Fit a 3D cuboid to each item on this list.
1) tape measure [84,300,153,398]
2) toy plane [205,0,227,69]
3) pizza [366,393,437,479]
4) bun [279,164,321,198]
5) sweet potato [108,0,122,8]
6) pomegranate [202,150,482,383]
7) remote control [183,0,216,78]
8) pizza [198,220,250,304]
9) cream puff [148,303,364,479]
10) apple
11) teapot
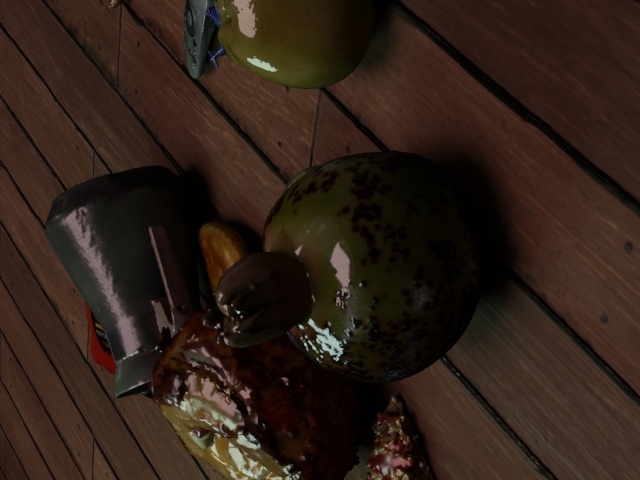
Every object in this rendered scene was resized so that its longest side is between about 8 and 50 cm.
[{"bbox_3d":[-0.355,0.145,2.437,0.253,0.114,0.261,18,115,58],"label":"tape measure"},{"bbox_3d":[-0.142,-0.318,1.900,0.054,0.062,0.167,62,159,24],"label":"toy plane"},{"bbox_3d":[0.100,0.308,1.746,0.188,0.062,0.199,-2,99,59],"label":"pizza"},{"bbox_3d":[0.000,0.000,1.729,0.195,0.118,0.195,38,137,46],"label":"bun"},{"bbox_3d":[-0.379,-0.503,2.251,0.055,0.058,0.202,-21,87,19],"label":"sweet potato"},{"bbox_3d":[0.016,0.044,1.481,0.285,0.340,0.285,33,131,47],"label":"pomegranate"},{"bbox_3d":[-0.178,-0.350,1.964,0.256,0.045,0.097,111,146,-52],"label":"remote control"},{"bbox_3d":[-0.139,0.062,2.069,0.201,0.053,0.193,45,140,52],"label":"pizza"},{"bbox_3d":[-0.081,0.218,1.839,0.350,0.229,0.350,29,155,15],"label":"cream puff"},{"bbox_3d":[-0.030,-0.278,1.593,0.200,0.200,0.200,34,131,51],"label":"apple"},{"bbox_3d":[-0.287,0.062,2.128,0.344,0.253,0.300,70,157,7],"label":"teapot"}]
